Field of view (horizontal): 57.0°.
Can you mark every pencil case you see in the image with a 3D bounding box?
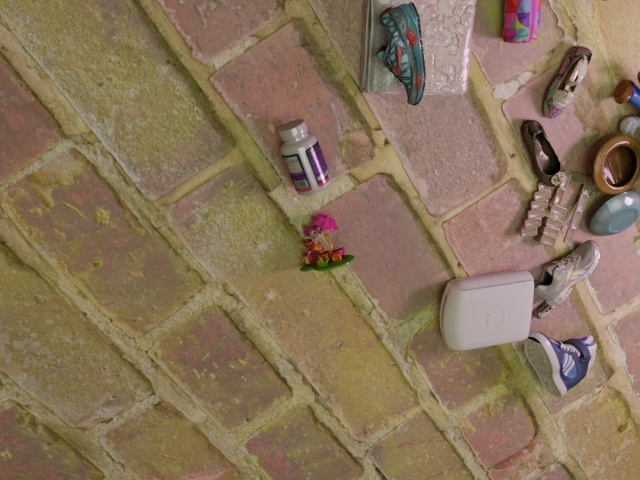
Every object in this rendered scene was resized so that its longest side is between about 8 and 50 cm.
[{"bbox_3d":[0.553,-0.659,1.603,0.105,0.104,0.236,-9,116,-9],"label":"pencil case"}]

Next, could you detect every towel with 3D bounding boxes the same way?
[{"bbox_3d":[0.270,-0.564,1.606,0.317,0.053,0.331,-4,114,-12],"label":"towel"}]

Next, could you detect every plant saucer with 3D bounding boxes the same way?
[{"bbox_3d":[0.993,-0.077,1.953,0.195,0.037,0.194,-11,135,-11],"label":"plant saucer"}]

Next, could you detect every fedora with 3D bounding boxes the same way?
[{"bbox_3d":[0.934,-0.245,1.880,0.195,0.079,0.194,-4,111,-10],"label":"fedora"}]

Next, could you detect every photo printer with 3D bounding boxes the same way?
[{"bbox_3d":[0.551,0.236,1.979,0.308,0.107,0.255,-7,114,-10],"label":"photo printer"}]

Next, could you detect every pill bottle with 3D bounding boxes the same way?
[{"bbox_3d":[-0.048,-0.233,1.640,0.108,0.108,0.193,-23,116,-3],"label":"pill bottle"}]

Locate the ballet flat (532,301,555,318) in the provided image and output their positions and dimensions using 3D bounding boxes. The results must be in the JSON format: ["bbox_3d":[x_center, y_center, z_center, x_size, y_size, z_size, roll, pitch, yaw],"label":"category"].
[{"bbox_3d":[0.803,0.237,2.077,0.114,0.041,0.041,-44,115,7],"label":"ballet flat"}]

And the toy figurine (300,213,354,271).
[{"bbox_3d":[0.000,0.000,1.768,0.173,0.130,0.159,-11,103,18],"label":"toy figurine"}]

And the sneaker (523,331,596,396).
[{"bbox_3d":[0.870,0.385,2.104,0.236,0.130,0.322,-40,119,-15],"label":"sneaker"}]

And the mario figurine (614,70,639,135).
[{"bbox_3d":[1.058,-0.375,1.798,0.321,0.198,0.170,31,90,-19],"label":"mario figurine"}]

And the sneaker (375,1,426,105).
[{"bbox_3d":[0.210,-0.485,1.561,0.125,0.104,0.261,-7,113,10],"label":"sneaker"}]

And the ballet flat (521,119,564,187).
[{"bbox_3d":[0.695,-0.265,1.822,0.084,0.058,0.249,-34,113,-3],"label":"ballet flat"}]

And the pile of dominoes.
[{"bbox_3d":[0.767,-0.111,1.934,0.196,0.040,0.250,12,101,-15],"label":"pile of dominoes"}]

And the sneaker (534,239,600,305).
[{"bbox_3d":[0.829,0.097,1.995,0.121,0.099,0.262,31,101,-18],"label":"sneaker"}]

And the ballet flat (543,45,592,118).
[{"bbox_3d":[0.733,-0.463,1.740,0.077,0.079,0.221,15,109,-19],"label":"ballet flat"}]
